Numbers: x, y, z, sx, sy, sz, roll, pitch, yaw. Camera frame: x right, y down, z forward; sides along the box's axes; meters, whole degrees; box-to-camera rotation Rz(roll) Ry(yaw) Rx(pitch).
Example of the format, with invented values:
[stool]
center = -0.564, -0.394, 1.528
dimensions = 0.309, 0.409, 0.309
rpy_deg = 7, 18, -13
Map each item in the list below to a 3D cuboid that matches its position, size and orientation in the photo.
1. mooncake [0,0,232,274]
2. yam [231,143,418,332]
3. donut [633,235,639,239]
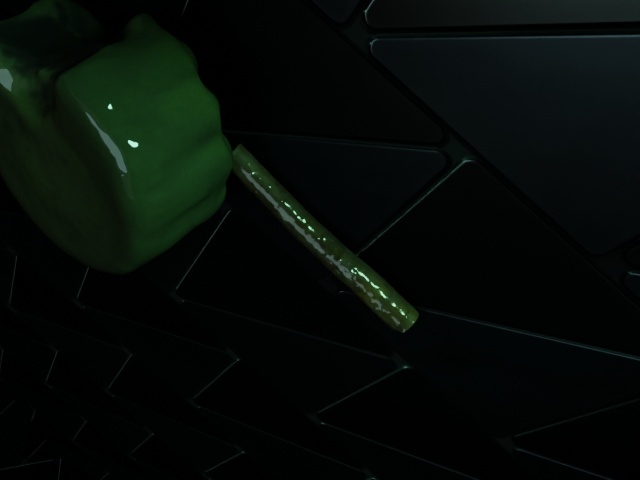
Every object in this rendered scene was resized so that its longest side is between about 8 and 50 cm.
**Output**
[mooncake]
center = -0.272, -0.128, 0.795
dimensions = 0.352, 0.187, 0.351
rpy_deg = 23, 134, 26
[yam]
center = 0.000, 0.000, 0.828
dimensions = 0.327, 0.045, 0.045
rpy_deg = 44, 111, -4
[donut]
center = 0.342, -0.046, 0.464
dimensions = 0.126, 0.144, 0.186
rpy_deg = 27, 109, 6
